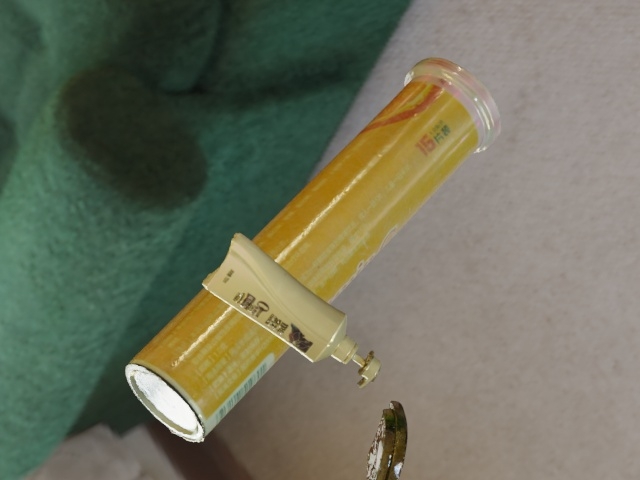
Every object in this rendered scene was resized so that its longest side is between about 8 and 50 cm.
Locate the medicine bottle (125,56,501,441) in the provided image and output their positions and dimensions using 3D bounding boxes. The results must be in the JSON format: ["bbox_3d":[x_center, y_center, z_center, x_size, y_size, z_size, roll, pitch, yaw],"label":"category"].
[{"bbox_3d":[0.000,0.000,1.307,0.108,0.426,0.108,33,150,21],"label":"medicine bottle"}]

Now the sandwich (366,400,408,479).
[{"bbox_3d":[0.065,0.222,1.486,0.069,0.026,0.101,-110,34,-63],"label":"sandwich"}]

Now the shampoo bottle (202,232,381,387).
[{"bbox_3d":[-0.015,0.053,1.026,0.141,0.034,0.049,35,111,-2],"label":"shampoo bottle"}]
